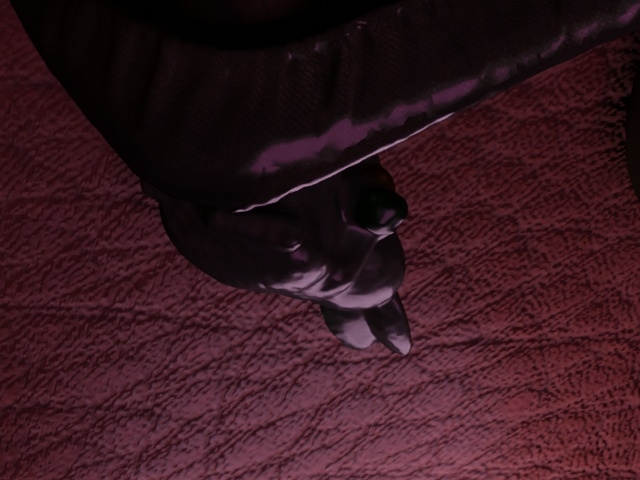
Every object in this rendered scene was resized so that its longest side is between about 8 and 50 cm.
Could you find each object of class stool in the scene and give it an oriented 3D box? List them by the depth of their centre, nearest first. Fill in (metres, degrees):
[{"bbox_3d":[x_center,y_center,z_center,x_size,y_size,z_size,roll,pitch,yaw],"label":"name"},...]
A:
[{"bbox_3d":[-0.007,-0.211,0.785,0.310,0.310,0.226,-27,134,-13],"label":"stool"}]

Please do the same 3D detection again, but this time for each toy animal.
[{"bbox_3d":[-0.002,-0.003,1.121,0.125,0.127,0.251,-51,151,-3],"label":"toy animal"}]

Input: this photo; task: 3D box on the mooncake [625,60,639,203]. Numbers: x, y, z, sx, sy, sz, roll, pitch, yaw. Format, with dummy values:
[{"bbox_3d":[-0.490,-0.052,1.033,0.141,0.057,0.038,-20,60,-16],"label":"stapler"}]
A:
[{"bbox_3d":[0.349,-0.094,1.225,0.284,0.155,0.284,-19,136,-20],"label":"mooncake"}]
